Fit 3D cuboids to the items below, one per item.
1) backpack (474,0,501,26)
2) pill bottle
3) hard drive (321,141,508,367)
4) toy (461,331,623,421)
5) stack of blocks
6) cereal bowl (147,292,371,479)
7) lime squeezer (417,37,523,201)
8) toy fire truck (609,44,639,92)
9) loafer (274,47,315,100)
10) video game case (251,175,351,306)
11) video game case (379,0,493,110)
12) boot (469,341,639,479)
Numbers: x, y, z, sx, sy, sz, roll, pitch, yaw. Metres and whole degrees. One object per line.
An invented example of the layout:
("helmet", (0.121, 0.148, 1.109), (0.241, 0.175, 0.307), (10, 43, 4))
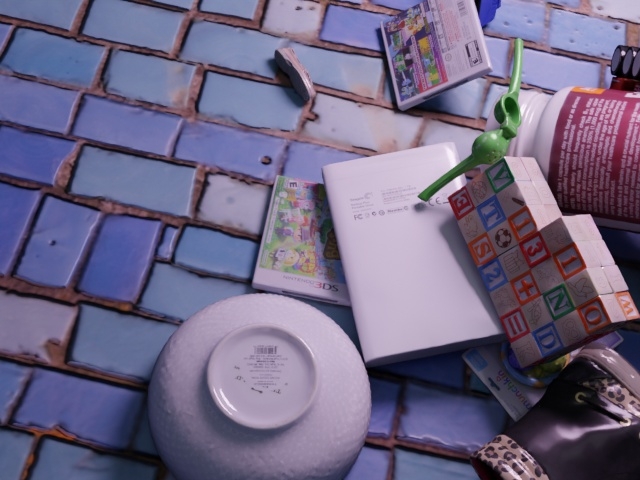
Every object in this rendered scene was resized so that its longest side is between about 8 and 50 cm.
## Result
("backpack", (0.285, -0.477, 1.861), (0.120, 0.098, 0.101), (37, 55, 27))
("pill bottle", (0.475, -0.130, 1.561), (0.392, 0.224, 0.224), (11, 58, 28))
("hard drive", (0.149, 0.016, 1.566), (0.233, 0.047, 0.353), (-11, 63, -3))
("toy", (0.361, 0.164, 1.546), (0.237, 0.056, 0.137), (-31, 68, -20))
("stack of blocks", (0.331, 0.021, 1.466), (0.087, 0.171, 0.297), (-2, 64, -45))
("cereal bowl", (-0.088, 0.223, 1.421), (0.338, 0.141, 0.339), (2, 62, -4))
("lime squeezer", (0.275, -0.182, 1.541), (0.058, 0.110, 0.310), (32, 87, -18))
("toy fire truck", (0.596, -0.210, 1.722), (0.158, 0.217, 0.246), (10, 103, -1))
("loafer", (-0.038, -0.308, 1.765), (0.039, 0.045, 0.125), (-23, 64, -24))
("video game case", (0.000, 0.000, 1.614), (0.193, 0.023, 0.212), (11, 61, 0))
("video game case", (0.209, -0.356, 1.773), (0.183, 0.023, 0.201), (-21, 61, 22))
("boot", (0.427, 0.361, 1.399), (0.284, 0.138, 0.377), (-33, 70, -19))
